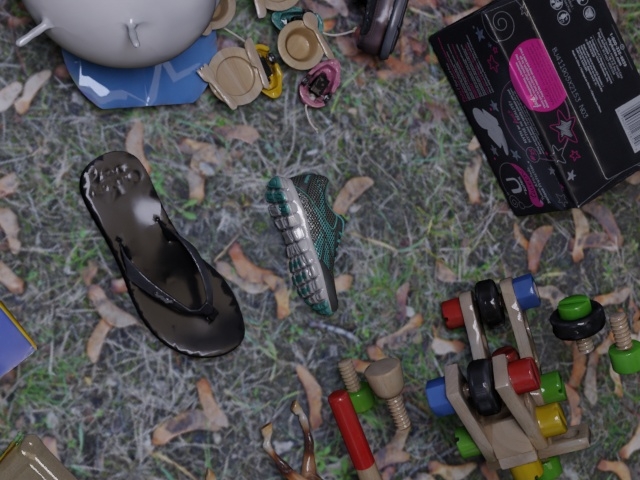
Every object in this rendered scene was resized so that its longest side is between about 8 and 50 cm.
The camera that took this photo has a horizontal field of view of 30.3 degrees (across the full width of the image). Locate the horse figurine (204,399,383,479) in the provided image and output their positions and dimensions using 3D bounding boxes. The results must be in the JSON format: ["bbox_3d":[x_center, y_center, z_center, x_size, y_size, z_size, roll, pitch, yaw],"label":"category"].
[{"bbox_3d":[-0.054,0.299,1.280,0.263,0.066,0.174,-32,95,-25],"label":"horse figurine"}]

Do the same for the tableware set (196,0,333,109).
[{"bbox_3d":[-0.070,-0.233,1.290,0.169,0.020,0.141,-28,97,-20],"label":"tableware set"}]

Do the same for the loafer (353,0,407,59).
[{"bbox_3d":[0.072,-0.352,1.355,0.095,0.109,0.302,14,76,0],"label":"loafer"}]

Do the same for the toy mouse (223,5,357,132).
[{"bbox_3d":[-0.021,-0.207,1.337,0.143,0.031,0.161,-35,100,-19],"label":"toy mouse"}]

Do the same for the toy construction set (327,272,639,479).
[{"bbox_3d":[0.181,0.205,1.306,0.309,0.257,0.237,-22,109,-8],"label":"toy construction set"}]

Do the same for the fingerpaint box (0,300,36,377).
[{"bbox_3d":[-0.543,0.089,1.024,0.445,0.163,0.371,-41,107,-13],"label":"fingerpaint box"}]

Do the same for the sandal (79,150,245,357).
[{"bbox_3d":[-0.171,0.023,1.255,0.097,0.054,0.254,-38,100,-18],"label":"sandal"}]

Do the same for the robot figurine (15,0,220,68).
[{"bbox_3d":[-0.174,-0.311,1.159,0.200,0.300,0.353,56,41,-41],"label":"robot figurine"}]

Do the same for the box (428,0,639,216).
[{"bbox_3d":[0.269,-0.176,1.388,0.163,0.142,0.247,-31,99,-21],"label":"box"}]

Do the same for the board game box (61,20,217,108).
[{"bbox_3d":[-0.196,-0.207,1.268,0.169,0.033,0.133,-7,90,-21],"label":"board game box"}]

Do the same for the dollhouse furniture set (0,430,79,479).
[{"bbox_3d":[-0.278,0.378,1.192,0.301,0.151,0.197,45,51,4],"label":"dollhouse furniture set"}]

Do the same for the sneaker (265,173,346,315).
[{"bbox_3d":[0.000,0.000,1.320,0.076,0.065,0.166,-19,96,-25],"label":"sneaker"}]
